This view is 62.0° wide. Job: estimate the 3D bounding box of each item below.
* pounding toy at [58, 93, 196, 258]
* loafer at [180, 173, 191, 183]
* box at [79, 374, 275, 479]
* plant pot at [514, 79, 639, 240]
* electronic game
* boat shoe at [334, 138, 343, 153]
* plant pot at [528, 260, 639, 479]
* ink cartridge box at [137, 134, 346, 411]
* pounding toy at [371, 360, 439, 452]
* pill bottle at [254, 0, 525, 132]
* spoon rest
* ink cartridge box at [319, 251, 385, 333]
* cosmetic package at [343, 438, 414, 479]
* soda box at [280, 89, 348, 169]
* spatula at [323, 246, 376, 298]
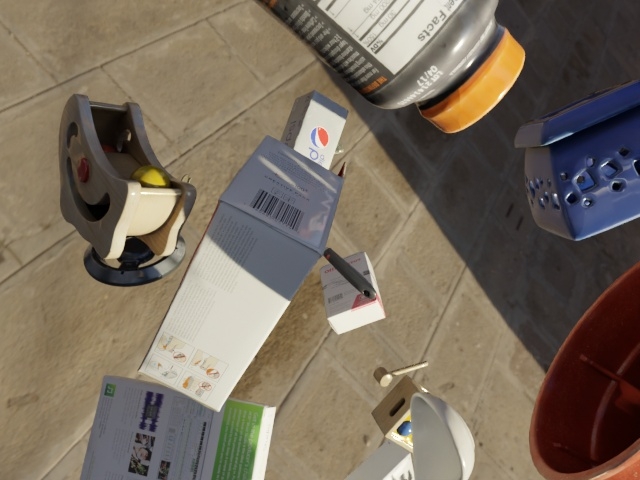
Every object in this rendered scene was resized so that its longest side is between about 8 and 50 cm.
[{"bbox_3d":[-0.225,-0.087,0.659,0.155,0.270,0.154,-3,114,-44],"label":"pounding toy"},{"bbox_3d":[-0.396,-0.124,1.532,0.050,0.056,0.148,23,59,-22],"label":"loafer"},{"bbox_3d":[-0.248,0.370,0.900,0.058,0.322,0.232,41,56,-67],"label":"box"},{"bbox_3d":[0.496,-0.151,0.968,0.236,0.236,0.212,-57,122,-78],"label":"plant pot"},{"bbox_3d":[-0.433,0.028,1.248,0.229,0.048,0.229,2,37,-1],"label":"electronic game"},{"bbox_3d":[-0.049,-0.223,1.363,0.078,0.219,0.070,-54,128,-62],"label":"boat shoe"},{"bbox_3d":[0.396,0.183,0.502,0.265,0.272,0.272,33,47,8],"label":"plant pot"},{"bbox_3d":[-0.100,0.029,0.748,0.130,0.309,0.271,29,31,-6],"label":"ink cartridge box"},{"bbox_3d":[0.206,0.368,1.216,0.206,0.181,0.094,38,5,-28],"label":"pounding toy"},{"bbox_3d":[0.037,-0.187,0.391,0.246,0.130,0.130,37,49,-19],"label":"pill bottle"},{"bbox_3d":[0.184,0.346,0.812,0.084,0.137,0.276,-24,123,-13],"label":"spoon rest"},{"bbox_3d":[0.092,0.154,1.606,0.217,0.159,0.092,-100,165,-49],"label":"ink cartridge box"},{"bbox_3d":[0.070,0.473,0.948,0.239,0.060,0.098,-30,118,-32],"label":"cosmetic package"},{"bbox_3d":[-0.041,-0.169,1.147,0.098,0.091,0.286,24,79,-29],"label":"soda box"},{"bbox_3d":[0.000,0.000,1.004,0.030,0.084,0.296,-31,74,-40],"label":"spatula"}]
